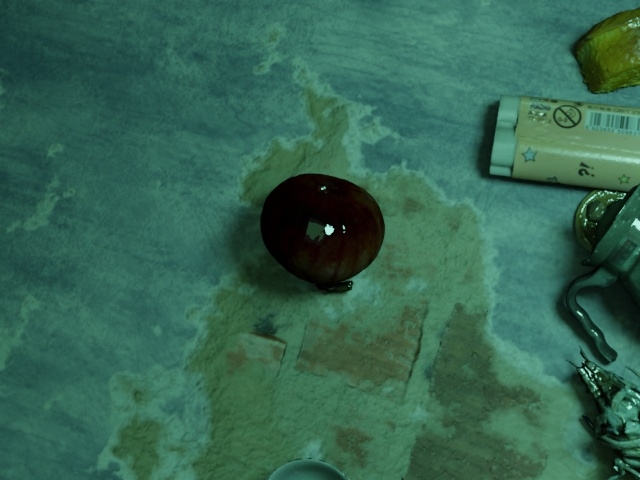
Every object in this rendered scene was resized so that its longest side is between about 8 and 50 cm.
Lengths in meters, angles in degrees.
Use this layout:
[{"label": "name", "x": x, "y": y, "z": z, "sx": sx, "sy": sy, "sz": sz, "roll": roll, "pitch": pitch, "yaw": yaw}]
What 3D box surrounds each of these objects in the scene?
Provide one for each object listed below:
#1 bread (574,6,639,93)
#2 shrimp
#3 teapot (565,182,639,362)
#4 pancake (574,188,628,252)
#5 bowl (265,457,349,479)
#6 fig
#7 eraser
[{"label": "bread", "x": 0.605, "y": -0.363, "z": 1.605, "sx": 0.229, "sy": 0.139, "sz": 0.143, "roll": -12, "pitch": 82, "yaw": 9}, {"label": "shrimp", "x": 0.563, "y": 0.351, "z": 1.422, "sx": 0.221, "sy": 0.166, "sz": 0.410, "roll": -38, "pitch": 84, "yaw": -3}, {"label": "teapot", "x": 0.569, "y": 0.042, "z": 1.484, "sx": 0.285, "sy": 0.305, "sz": 0.223, "roll": 36, "pitch": 52, "yaw": 13}, {"label": "pancake", "x": 0.548, "y": -0.033, "z": 1.583, "sx": 0.151, "sy": 0.025, "sz": 0.152, "roll": -3, "pitch": 74, "yaw": 11}, {"label": "bowl", "x": -0.017, "y": 0.483, "z": 1.526, "sx": 0.189, "sy": 0.086, "sz": 0.189, "roll": -2, "pitch": 76, "yaw": 9}, {"label": "fig", "x": -0.002, "y": -0.015, "z": 1.588, "sx": 0.235, "sy": 0.235, "sz": 0.214, "roll": 49, "pitch": 126, "yaw": 18}, {"label": "eraser", "x": 0.474, "y": -0.190, "z": 1.604, "sx": 0.290, "sy": 0.087, "sz": 0.171, "roll": 8, "pitch": 68, "yaw": 12}]
